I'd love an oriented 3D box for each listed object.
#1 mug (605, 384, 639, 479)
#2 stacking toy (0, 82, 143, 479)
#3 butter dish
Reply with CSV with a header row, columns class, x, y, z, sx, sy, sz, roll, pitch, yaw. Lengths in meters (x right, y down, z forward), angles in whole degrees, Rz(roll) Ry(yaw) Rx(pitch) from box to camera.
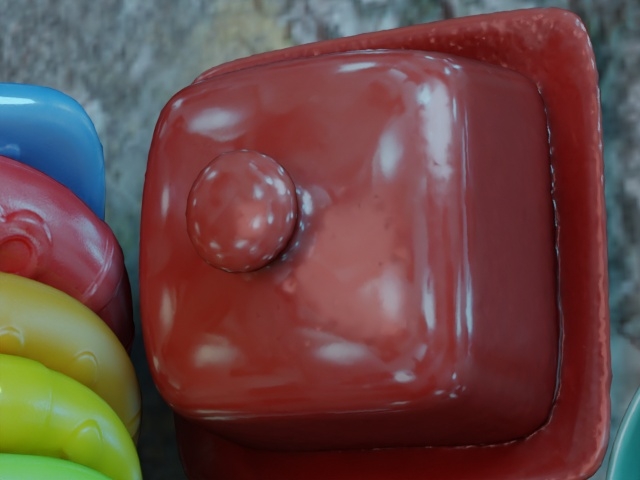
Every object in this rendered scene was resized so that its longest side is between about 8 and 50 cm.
class,x,y,z,sx,sy,sz,roll,pitch,yaw
mug,0.150,0.088,0.364,0.129,0.097,0.157,-16,75,23
stacking toy,-0.101,0.100,0.390,0.302,0.166,0.175,-122,35,-44
butter dish,0.000,0.000,0.445,0.160,0.118,0.159,-5,79,26
